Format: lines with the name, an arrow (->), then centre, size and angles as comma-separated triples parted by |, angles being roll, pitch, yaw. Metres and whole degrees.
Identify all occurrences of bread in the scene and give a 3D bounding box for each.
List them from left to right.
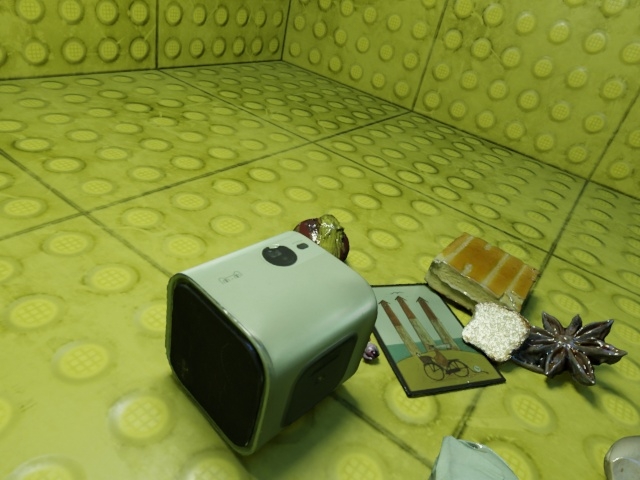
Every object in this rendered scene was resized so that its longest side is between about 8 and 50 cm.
bread -> 0.421, 0.098, 1.178 | 0.239, 0.111, 0.246 | 32, 34, 26
bread -> 0.392, 0.208, 1.023 | 0.129, 0.044, 0.126 | 31, 68, 32

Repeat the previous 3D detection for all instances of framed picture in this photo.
framed picture -> 0.231, 0.206, 1.035 | 0.244, 0.013, 0.324 | 0, 35, -22

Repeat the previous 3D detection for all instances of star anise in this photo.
star anise -> 0.534, 0.243, 1.017 | 0.262, 0.081, 0.230 | -18, 34, 6

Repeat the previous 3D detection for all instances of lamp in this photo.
lamp -> 0.003, -0.002, 1.152 | 0.157, 0.135, 0.156 | 24, 33, 19

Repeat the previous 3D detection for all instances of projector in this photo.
projector -> -0.087, 0.156, 0.765 | 0.248, 0.248, 0.249 | 35, 38, 29

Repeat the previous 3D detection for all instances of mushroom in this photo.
mushroom -> 0.575, 0.395, 0.805 | 0.212, 0.088, 0.097 | -2, 44, -34

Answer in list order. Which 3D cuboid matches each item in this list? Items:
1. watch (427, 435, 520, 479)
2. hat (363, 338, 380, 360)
watch -> 0.147, 0.373, 0.529 | 0.161, 0.241, 0.253 | 24, 34, 13
hat -> 0.045, 0.154, 0.954 | 0.128, 0.140, 0.227 | -30, 64, -35
